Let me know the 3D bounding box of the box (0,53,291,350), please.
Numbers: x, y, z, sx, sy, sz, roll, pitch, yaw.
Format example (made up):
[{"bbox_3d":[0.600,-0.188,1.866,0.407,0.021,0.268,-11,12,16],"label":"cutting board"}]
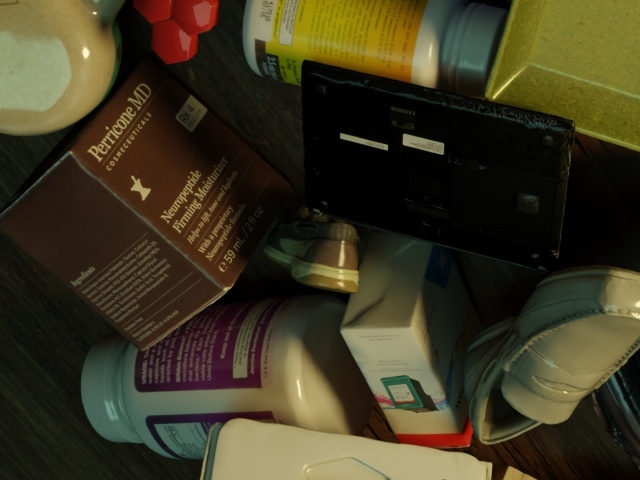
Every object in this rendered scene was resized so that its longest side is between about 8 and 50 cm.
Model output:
[{"bbox_3d":[-0.175,-0.034,1.534,0.203,0.168,0.167,42,136,-13],"label":"box"}]

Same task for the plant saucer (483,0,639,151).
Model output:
[{"bbox_3d":[0.235,-0.153,1.170,0.188,0.045,0.188,18,143,5],"label":"plant saucer"}]

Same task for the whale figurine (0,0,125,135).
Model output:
[{"bbox_3d":[-0.277,-0.238,1.452,0.216,0.141,0.272,-3,105,13],"label":"whale figurine"}]

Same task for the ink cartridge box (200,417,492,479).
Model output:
[{"bbox_3d":[0.012,0.322,1.612,0.279,0.160,0.385,8,160,1],"label":"ink cartridge box"}]

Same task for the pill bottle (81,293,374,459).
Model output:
[{"bbox_3d":[-0.106,0.151,1.669,0.301,0.169,0.169,-6,126,32],"label":"pill bottle"}]

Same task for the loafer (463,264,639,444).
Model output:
[{"bbox_3d":[0.212,0.107,1.364,0.112,0.112,0.319,13,158,-9],"label":"loafer"}]

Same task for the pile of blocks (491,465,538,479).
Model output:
[{"bbox_3d":[0.306,0.340,1.619,0.362,0.113,0.149,11,159,37],"label":"pile of blocks"}]

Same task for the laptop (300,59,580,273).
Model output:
[{"bbox_3d":[0.116,-0.066,1.368,0.234,0.137,0.264,14,136,16],"label":"laptop"}]

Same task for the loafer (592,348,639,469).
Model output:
[{"bbox_3d":[0.320,0.185,1.523,0.095,0.109,0.302,-16,123,42],"label":"loafer"}]

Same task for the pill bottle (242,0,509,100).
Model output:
[{"bbox_3d":[0.050,-0.177,1.321,0.215,0.117,0.117,14,134,17],"label":"pill bottle"}]

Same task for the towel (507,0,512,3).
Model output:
[{"bbox_3d":[0.118,-0.340,1.195,0.336,0.040,0.243,39,137,-10],"label":"towel"}]

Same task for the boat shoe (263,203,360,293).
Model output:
[{"bbox_3d":[-0.001,0.000,1.490,0.080,0.223,0.073,15,95,-13],"label":"boat shoe"}]

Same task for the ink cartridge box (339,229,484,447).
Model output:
[{"bbox_3d":[0.105,0.112,1.532,0.078,0.134,0.231,-4,135,25],"label":"ink cartridge box"}]

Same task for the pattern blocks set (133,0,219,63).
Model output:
[{"bbox_3d":[-0.140,-0.336,1.279,0.285,0.026,0.325,40,127,5],"label":"pattern blocks set"}]
